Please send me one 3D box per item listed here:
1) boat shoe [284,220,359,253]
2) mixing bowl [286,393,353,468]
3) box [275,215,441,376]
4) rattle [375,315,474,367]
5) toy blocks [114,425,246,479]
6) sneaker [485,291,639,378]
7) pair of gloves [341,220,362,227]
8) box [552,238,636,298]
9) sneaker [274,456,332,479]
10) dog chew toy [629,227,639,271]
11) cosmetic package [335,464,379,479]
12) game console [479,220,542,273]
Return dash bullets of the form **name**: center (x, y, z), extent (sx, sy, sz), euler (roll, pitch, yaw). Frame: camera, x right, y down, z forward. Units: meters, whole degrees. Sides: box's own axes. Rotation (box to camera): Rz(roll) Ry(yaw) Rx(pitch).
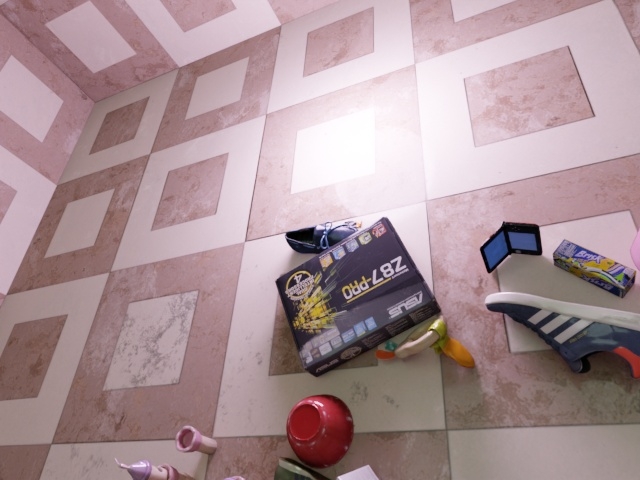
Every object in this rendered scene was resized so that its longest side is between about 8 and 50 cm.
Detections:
- **boat shoe**: center (0.000, 0.000, 1.487), extent (0.258, 0.089, 0.109), euler (-12, 58, 27)
- **mixing bowl**: center (-0.018, 0.465, 1.179), extent (0.181, 0.098, 0.182), euler (-15, 53, 21)
- **box**: center (0.090, 0.153, 1.334), extent (0.394, 0.097, 0.318), euler (-29, 52, 8)
- **rattle**: center (0.259, 0.289, 1.190), extent (0.199, 0.143, 0.130), euler (-40, 14, 19)
- **toy blocks**: center (-0.348, 0.648, 1.132), extent (0.288, 0.260, 0.309), euler (23, 72, 38)
- **sneaker**: center (0.527, 0.206, 1.039), extent (0.350, 0.131, 0.148), euler (8, 86, 45)
- **pair of gloves**: center (0.095, -0.029, 1.512), extent (0.074, 0.010, 0.083), euler (-7, 55, 26)
- **box**: center (0.640, 0.064, 1.107), extent (0.054, 0.059, 0.169), euler (-49, 49, -7)
- **sneaker**: center (-0.035, 0.598, 1.127), extent (0.192, 0.064, 0.086), euler (11, 73, 34)
- **dog chew toy**: center (0.825, 0.033, 0.942), extent (0.331, 0.207, 0.207), euler (25, 73, 30)
- **cosmetic package**: center (0.127, 0.606, 0.994), extent (0.239, 0.098, 0.061), euler (46, 125, 42)
- **game console**: center (0.477, 0.025, 1.170), extent (0.124, 0.144, 0.085), euler (6, 63, 32)
